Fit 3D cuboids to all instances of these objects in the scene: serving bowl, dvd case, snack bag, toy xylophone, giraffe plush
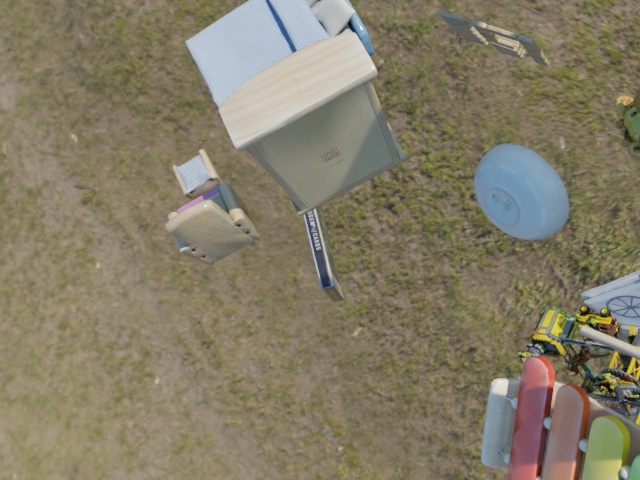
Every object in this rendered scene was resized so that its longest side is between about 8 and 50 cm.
[{"bbox_3d":[0.151,-0.033,0.513,0.083,0.027,0.083,43,154,28],"label":"serving bowl"},{"bbox_3d":[0.000,0.000,1.361,0.030,0.179,0.238,-14,75,5],"label":"dvd case"},{"bbox_3d":[0.767,0.133,1.305,0.342,0.323,0.037,-36,29,51],"label":"snack bag"},{"bbox_3d":[0.295,0.221,0.660,0.323,0.081,0.236,-168,78,-65],"label":"toy xylophone"},{"bbox_3d":[0.567,-0.208,1.034,0.171,0.181,0.210,-1,116,13],"label":"giraffe plush"}]

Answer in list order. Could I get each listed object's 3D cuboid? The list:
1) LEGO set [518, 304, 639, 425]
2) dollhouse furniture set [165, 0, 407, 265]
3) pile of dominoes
[{"bbox_3d":[0.485,0.284,1.130,0.255,0.192,0.331,9,146,44],"label":"LEGO set"},{"bbox_3d":[-0.090,-0.187,0.692,0.286,0.198,0.303,-28,68,6],"label":"dollhouse furniture set"},{"bbox_3d":[0.345,-0.403,1.260,0.196,0.251,0.040,28,104,22],"label":"pile of dominoes"}]
